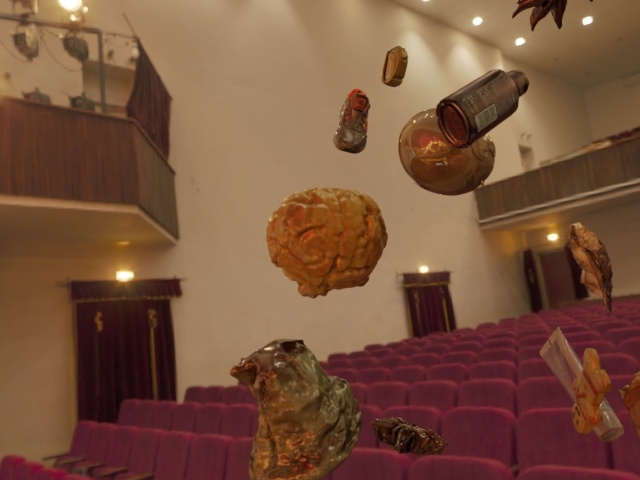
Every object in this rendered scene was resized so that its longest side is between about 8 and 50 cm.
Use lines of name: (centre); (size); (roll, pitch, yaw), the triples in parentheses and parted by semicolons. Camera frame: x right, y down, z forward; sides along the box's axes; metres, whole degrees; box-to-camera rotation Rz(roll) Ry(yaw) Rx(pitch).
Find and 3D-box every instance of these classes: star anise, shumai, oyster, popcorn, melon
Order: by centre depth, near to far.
star anise: (0.605, -0.677, 1.478); (0.272, 0.102, 0.271); (-11, -40, -10)
shumai: (-0.087, 0.435, 1.518); (0.324, 0.323, 0.397); (-19, 17, 22)
star anise: (0.225, 0.528, 1.522); (0.209, 0.089, 0.231); (19, -14, -1)
melon: (0.400, -0.276, 1.812); (0.269, 0.330, 0.268); (-33, -34, -26)
popcorn: (0.016, -0.006, 1.868); (0.390, 0.343, 0.354); (-29, -38, 27)
oyster: (0.933, 0.097, 1.931); (0.101, 0.275, 0.271); (-25, -36, -2)

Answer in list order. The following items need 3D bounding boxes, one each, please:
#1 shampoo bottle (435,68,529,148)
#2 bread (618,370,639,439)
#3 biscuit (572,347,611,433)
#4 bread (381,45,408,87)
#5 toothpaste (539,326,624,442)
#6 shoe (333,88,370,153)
shampoo bottle: (0.399, -0.333, 1.366); (0.323, 0.129, 0.084); (-37, 12, -38)
bread: (0.875, 0.379, 1.270); (0.225, 0.250, 0.279); (13, -49, -21)
biscuit: (0.691, 0.406, 1.464); (0.030, 0.234, 0.153); (3, 32, 3)
bread: (0.292, -0.678, 2.212); (0.064, 0.156, 0.117); (5, 21, -25)
toothpaste: (0.779, 0.432, 1.724); (0.080, 0.371, 0.125); (7, -56, -18)
shoe: (0.139, -0.481, 2.202); (0.133, 0.336, 0.170); (14, -46, -6)
